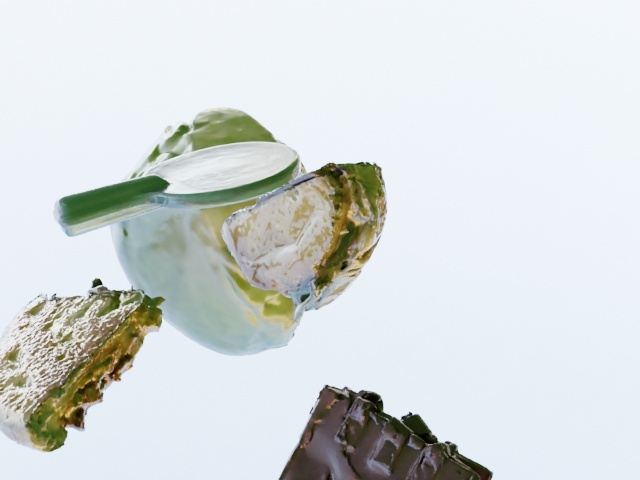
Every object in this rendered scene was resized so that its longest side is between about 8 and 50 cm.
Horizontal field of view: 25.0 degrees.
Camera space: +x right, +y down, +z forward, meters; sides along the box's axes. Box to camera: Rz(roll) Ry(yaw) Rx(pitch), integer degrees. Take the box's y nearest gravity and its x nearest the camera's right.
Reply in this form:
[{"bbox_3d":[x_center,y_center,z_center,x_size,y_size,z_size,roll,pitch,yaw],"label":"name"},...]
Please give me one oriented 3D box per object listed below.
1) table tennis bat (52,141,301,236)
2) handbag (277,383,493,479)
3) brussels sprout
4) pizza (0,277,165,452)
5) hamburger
[{"bbox_3d":[-0.132,-0.051,1.341,0.237,0.149,0.038,-17,-67,-18],"label":"table tennis bat"},{"bbox_3d":[0.055,0.281,1.535,0.203,0.216,0.074,28,-173,25],"label":"handbag"},{"bbox_3d":[-0.118,-0.015,1.859,0.268,0.344,0.344,-39,-91,-34],"label":"brussels sprout"},{"bbox_3d":[-0.270,0.130,1.628,0.081,0.228,0.289,60,179,-26],"label":"pizza"},{"bbox_3d":[-0.001,0.007,1.136,0.087,0.176,0.102,-11,-100,-41],"label":"hamburger"}]
